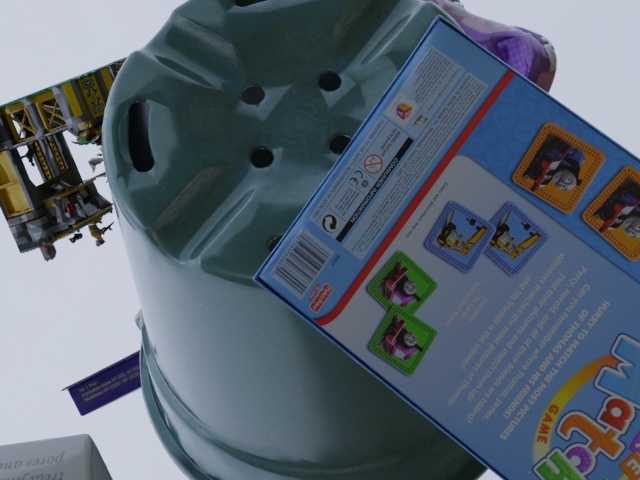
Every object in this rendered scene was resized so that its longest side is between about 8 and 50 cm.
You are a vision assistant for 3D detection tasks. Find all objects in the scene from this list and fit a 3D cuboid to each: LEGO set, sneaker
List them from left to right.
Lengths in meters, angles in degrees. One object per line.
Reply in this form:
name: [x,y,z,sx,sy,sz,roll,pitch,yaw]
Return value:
LEGO set: [-0.230,-0.105,1.462,0.192,0.255,0.331,69,-157,-11]
sneaker: [0.121,-0.183,1.198,0.104,0.236,0.095,16,-75,-40]

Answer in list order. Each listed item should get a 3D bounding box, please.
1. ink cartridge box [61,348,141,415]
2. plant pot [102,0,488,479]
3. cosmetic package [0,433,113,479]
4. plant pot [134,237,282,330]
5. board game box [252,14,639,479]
ink cartridge box: [-0.191,0.139,1.484,0.206,0.208,0.045,-27,-92,-4]
plant pot: [0.000,0.000,0.940,0.341,0.341,0.334,-40,-27,-18]
cosmetic package: [-0.163,0.207,0.611,0.151,0.151,0.184,-8,-35,-2]
plant pot: [-0.011,0.013,1.268,0.256,0.256,0.274,38,-112,-36]
board game box: [0.096,0.019,0.605,0.160,0.211,0.039,-54,-16,10]
